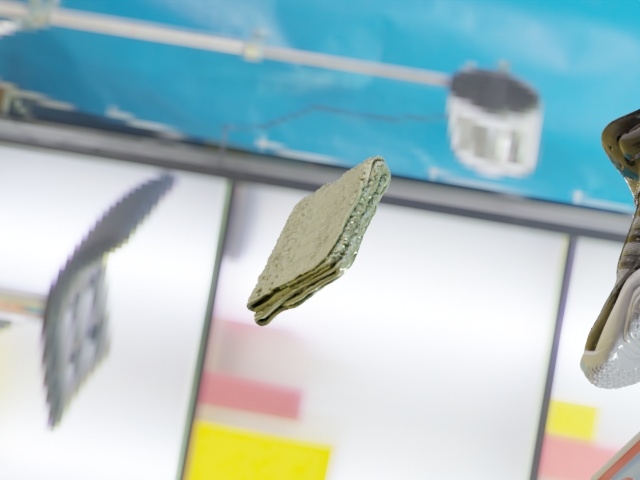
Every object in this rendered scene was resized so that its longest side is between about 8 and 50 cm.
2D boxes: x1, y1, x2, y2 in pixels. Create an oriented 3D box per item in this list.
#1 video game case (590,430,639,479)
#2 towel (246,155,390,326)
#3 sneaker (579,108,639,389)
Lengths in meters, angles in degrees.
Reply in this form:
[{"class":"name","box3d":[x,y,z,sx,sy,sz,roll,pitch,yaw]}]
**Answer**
[{"class":"video game case","box3d":[0.231,0.171,0.884,0.204,0.025,0.285,-51,-150,32]},{"class":"towel","box3d":[0.000,0.000,1.433,0.110,0.027,0.148,-30,-155,38]},{"class":"sneaker","box3d":[0.284,-0.011,1.525,0.268,0.101,0.153,-57,-137,17]}]
